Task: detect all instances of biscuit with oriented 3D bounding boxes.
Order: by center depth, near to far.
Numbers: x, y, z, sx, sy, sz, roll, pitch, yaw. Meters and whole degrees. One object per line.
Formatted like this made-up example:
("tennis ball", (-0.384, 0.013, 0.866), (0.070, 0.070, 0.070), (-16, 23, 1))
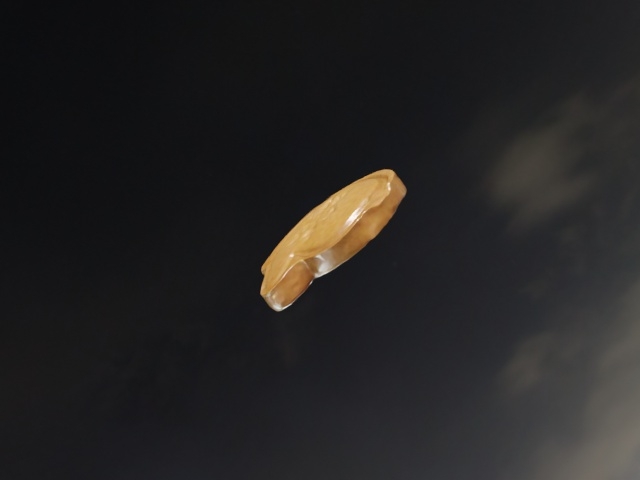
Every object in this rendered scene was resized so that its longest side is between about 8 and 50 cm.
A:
("biscuit", (-0.001, -0.001, 0.513), (0.023, 0.140, 0.118), (47, -122, -12))
